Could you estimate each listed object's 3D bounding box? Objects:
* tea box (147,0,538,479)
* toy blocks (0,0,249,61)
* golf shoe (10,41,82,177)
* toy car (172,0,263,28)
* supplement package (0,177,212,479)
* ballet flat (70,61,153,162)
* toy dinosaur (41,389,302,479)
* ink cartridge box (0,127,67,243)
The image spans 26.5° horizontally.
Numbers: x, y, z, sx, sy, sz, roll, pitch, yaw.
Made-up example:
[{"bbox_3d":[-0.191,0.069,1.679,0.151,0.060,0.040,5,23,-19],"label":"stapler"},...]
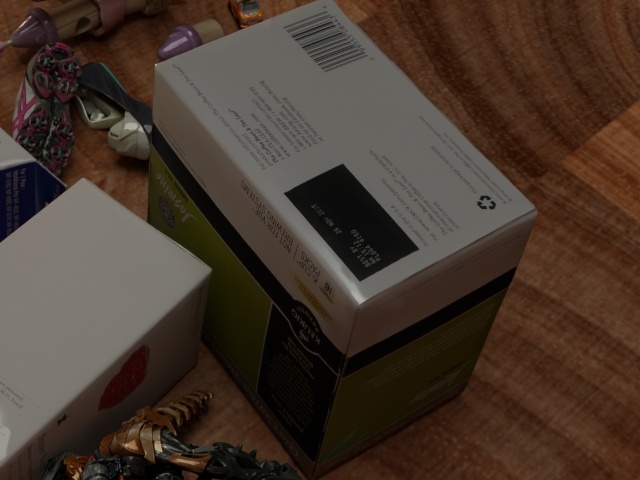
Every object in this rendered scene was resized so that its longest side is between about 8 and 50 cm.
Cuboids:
[{"bbox_3d":[0.000,0.000,1.370,0.220,0.323,0.329,-26,62,-27],"label":"tea box"},{"bbox_3d":[-0.262,-0.338,1.615,0.260,0.288,0.309,-29,65,-37],"label":"toy blocks"},{"bbox_3d":[-0.325,-0.134,1.584,0.067,0.086,0.186,19,67,-26],"label":"golf shoe"},{"bbox_3d":[-0.134,-0.309,1.774,0.122,0.040,0.060,2,52,-10],"label":"toy car"},{"bbox_3d":[-0.267,0.115,1.319,0.175,0.177,0.293,34,54,16],"label":"supplement package"},{"bbox_3d":[-0.234,-0.138,1.599,0.074,0.074,0.203,-31,57,-30],"label":"ballet flat"},{"bbox_3d":[-0.139,0.227,1.249,0.218,0.164,0.322,25,48,-3],"label":"toy dinosaur"},{"bbox_3d":[-0.403,-0.092,1.466,0.333,0.165,0.065,38,55,20],"label":"ink cartridge box"}]
